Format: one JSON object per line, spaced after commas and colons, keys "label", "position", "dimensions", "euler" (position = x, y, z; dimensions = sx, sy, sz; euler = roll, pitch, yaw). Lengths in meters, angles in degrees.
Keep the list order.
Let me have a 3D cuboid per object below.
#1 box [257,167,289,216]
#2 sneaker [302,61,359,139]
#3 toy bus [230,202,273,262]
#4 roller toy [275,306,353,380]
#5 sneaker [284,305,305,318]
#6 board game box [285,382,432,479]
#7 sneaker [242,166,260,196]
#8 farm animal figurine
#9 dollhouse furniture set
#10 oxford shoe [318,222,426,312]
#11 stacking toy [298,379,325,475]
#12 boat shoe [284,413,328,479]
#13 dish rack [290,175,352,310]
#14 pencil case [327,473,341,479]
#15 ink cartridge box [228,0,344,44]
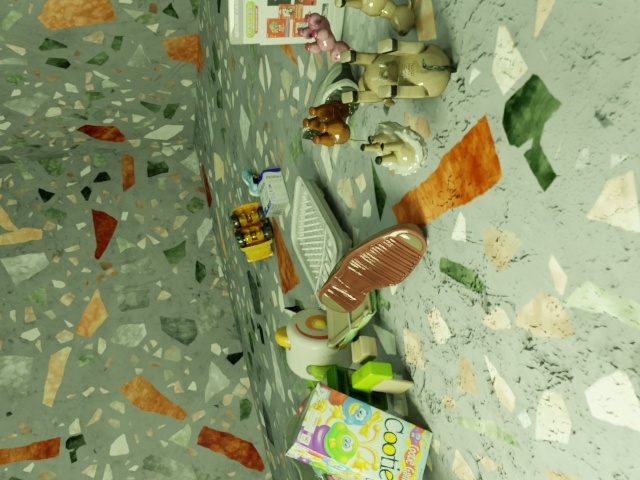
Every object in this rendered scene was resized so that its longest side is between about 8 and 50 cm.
{"label": "box", "position": [-0.174, -0.174, 1.904], "dimensions": [0.126, 0.072, 0.137], "euler": [127, 131, -64]}
{"label": "sneaker", "position": [0.026, -0.322, 1.256], "dimensions": [0.271, 0.100, 0.108], "euler": [134, 138, -62]}
{"label": "toy bus", "position": [-0.276, -0.017, 2.202], "dimensions": [0.211, 0.149, 0.220], "euler": [80, 171, -56]}
{"label": "roller toy", "position": [-0.003, 0.282, 1.470], "dimensions": [0.209, 0.191, 0.146], "euler": [21, 123, 35]}
{"label": "sneaker", "position": [-0.094, 0.289, 1.935], "dimensions": [0.161, 0.057, 0.075], "euler": [-175, 81, -67]}
{"label": "board game box", "position": [0.083, 0.450, 1.158], "dimensions": [0.142, 0.275, 0.144], "euler": [113, -179, -57]}
{"label": "sneaker", "position": [-0.279, -0.260, 2.200], "dimensions": [0.162, 0.063, 0.073], "euler": [60, 135, 35]}
{"label": "farm animal figurine", "position": [0.108, -0.315, 0.929], "dimensions": [0.326, 0.172, 0.330], "euler": [36, 127, 46]}
{"label": "dollhouse furniture set", "position": [0.122, 0.243, 1.298], "dimensions": [0.197, 0.151, 0.302], "euler": [-48, 33, 41]}
{"label": "oxford shoe", "position": [0.109, 0.036, 1.144], "dimensions": [0.348, 0.123, 0.130], "euler": [-40, 19, 49]}
{"label": "stacking toy", "position": [-0.031, 0.642, 1.831], "dimensions": [0.279, 0.130, 0.309], "euler": [-149, 52, -65]}
{"label": "boat shoe", "position": [-0.045, 0.824, 1.994], "dimensions": [0.320, 0.118, 0.103], "euler": [65, -175, 19]}
{"label": "dish rack", "position": [0.000, 0.000, 1.505], "dimensions": [0.286, 0.072, 0.333], "euler": [98, 154, -43]}
{"label": "pencil case", "position": [0.055, 0.728, 1.636], "dimensions": [0.209, 0.095, 0.098], "euler": [56, -169, 16]}
{"label": "ink cartridge box", "position": [-0.083, -0.599, 1.130], "dimensions": [0.130, 0.271, 0.309], "euler": [-120, 28, -44]}
